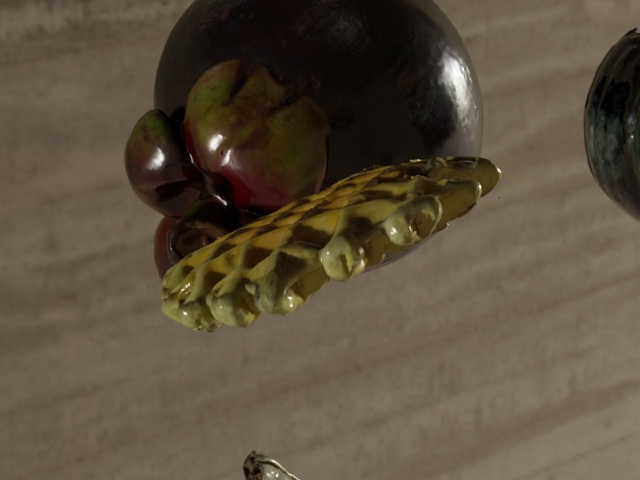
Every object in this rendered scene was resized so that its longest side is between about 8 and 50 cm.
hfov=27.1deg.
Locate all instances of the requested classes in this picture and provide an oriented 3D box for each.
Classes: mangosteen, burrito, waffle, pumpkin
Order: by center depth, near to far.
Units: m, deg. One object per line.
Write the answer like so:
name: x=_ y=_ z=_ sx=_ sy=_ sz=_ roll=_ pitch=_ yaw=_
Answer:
waffle: x=-0.001 y=-0.002 z=0.955 sx=0.250 sy=0.056 sz=0.261 roll=-26 pitch=-169 yaw=-23
burrito: x=0.000 y=0.242 z=1.176 sx=0.045 sy=0.185 sz=0.041 roll=-2 pitch=-123 yaw=46
pumpkin: x=0.404 y=-0.083 z=1.319 sx=0.296 sy=0.295 sz=0.296 roll=-2 pitch=-153 yaw=1
mangosteen: x=-0.022 y=-0.096 z=1.432 sx=0.382 sy=0.382 sz=0.435 roll=12 pitch=-120 yaw=25
